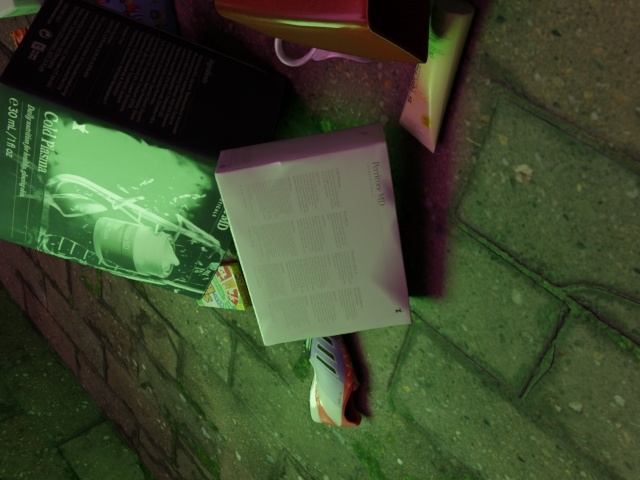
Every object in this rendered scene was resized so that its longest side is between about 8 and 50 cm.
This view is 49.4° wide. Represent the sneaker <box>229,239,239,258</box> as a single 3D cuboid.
[{"bbox_3d":[-0.184,0.026,1.695,0.089,0.051,0.170,-3,103,51],"label":"sneaker"}]

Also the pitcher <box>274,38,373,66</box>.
[{"bbox_3d":[-0.001,-0.394,1.141,0.177,0.125,0.207,-7,116,7],"label":"pitcher"}]

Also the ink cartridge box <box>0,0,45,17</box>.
[{"bbox_3d":[-0.655,-0.664,1.665,0.117,0.278,0.201,2,112,46],"label":"ink cartridge box"}]

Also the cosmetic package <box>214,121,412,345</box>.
[{"bbox_3d":[0.000,0.000,1.240,0.284,0.097,0.377,-8,122,6],"label":"cosmetic package"}]

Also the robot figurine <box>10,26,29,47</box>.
[{"bbox_3d":[-0.599,-0.404,1.638,0.085,0.291,0.211,-11,95,14],"label":"robot figurine"}]

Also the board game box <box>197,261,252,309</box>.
[{"bbox_3d":[-0.284,0.120,1.882,0.259,0.039,0.124,-1,109,53],"label":"board game box"}]

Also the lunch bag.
[{"bbox_3d":[-0.473,-0.438,1.564,0.138,0.293,0.221,15,121,45],"label":"lunch bag"}]

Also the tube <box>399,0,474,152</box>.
[{"bbox_3d":[0.178,-0.257,1.092,0.062,0.070,0.240,11,134,-1],"label":"tube"}]

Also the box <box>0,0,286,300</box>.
[{"bbox_3d":[-0.381,-0.168,1.430,0.471,0.297,0.480,18,141,-14],"label":"box"}]

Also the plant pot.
[{"bbox_3d":[0.003,-0.389,0.943,0.235,0.267,0.267,4,96,24],"label":"plant pot"}]

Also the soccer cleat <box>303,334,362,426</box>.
[{"bbox_3d":[0.034,0.279,1.555,0.116,0.108,0.318,8,116,23],"label":"soccer cleat"}]
